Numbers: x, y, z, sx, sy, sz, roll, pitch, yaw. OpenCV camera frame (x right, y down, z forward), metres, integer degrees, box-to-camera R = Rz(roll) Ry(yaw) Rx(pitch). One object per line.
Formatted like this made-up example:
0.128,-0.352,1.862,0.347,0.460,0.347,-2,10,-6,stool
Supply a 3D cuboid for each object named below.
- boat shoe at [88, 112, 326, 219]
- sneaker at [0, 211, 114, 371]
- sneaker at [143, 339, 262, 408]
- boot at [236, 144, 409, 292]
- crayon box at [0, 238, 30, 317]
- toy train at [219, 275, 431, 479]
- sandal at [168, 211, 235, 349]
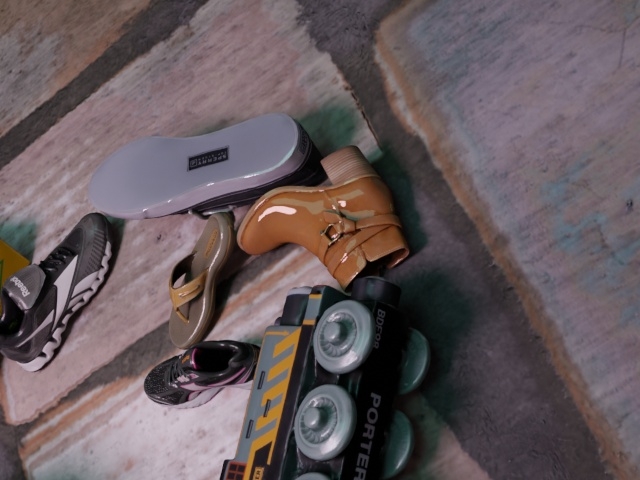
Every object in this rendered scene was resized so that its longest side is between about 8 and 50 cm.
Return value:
-0.141,-0.078,1.355,0.306,0.105,0.113,-16,59,20,boat shoe
-0.360,0.060,1.439,0.078,0.106,0.234,30,89,37,sneaker
-0.141,0.146,1.279,0.178,0.077,0.072,-21,60,26,sneaker
0.000,0.000,1.253,0.197,0.073,0.152,-37,61,21,boot
-0.626,0.137,1.544,0.362,0.106,0.313,0,56,33,crayon box
-0.005,0.197,1.139,0.190,0.142,0.334,-3,69,43,toy train
-0.155,0.046,1.326,0.072,0.049,0.180,41,116,47,sandal
